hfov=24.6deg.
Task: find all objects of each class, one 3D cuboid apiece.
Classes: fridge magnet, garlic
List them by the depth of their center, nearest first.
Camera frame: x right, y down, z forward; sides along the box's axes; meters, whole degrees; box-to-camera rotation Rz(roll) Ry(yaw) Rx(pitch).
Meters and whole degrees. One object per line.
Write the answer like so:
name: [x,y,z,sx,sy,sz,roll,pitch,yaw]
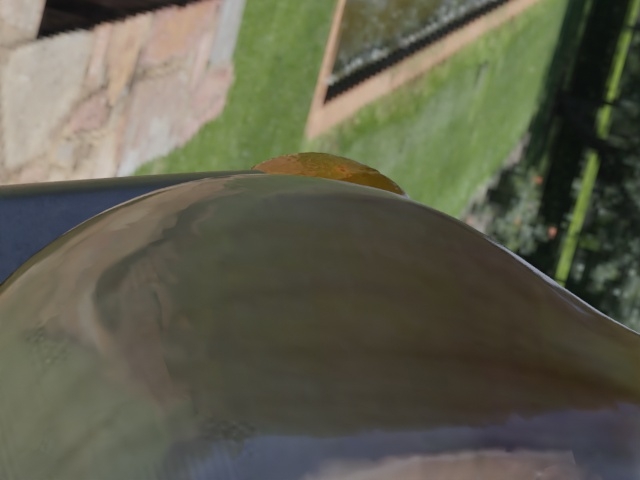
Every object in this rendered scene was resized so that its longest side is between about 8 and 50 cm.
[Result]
garlic: [-0.030,0.117,0.602,0.340,0.246,0.231,-21,147,-29]
fridge magnet: [0.000,0.000,0.969,0.063,0.143,0.143,100,12,-50]

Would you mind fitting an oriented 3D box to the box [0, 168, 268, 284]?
box: [-0.123,0.018,0.820,0.244,0.103,0.055,-6,157,-38]
